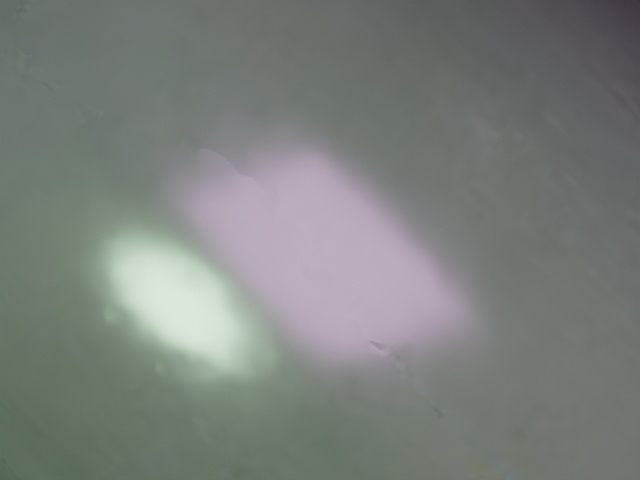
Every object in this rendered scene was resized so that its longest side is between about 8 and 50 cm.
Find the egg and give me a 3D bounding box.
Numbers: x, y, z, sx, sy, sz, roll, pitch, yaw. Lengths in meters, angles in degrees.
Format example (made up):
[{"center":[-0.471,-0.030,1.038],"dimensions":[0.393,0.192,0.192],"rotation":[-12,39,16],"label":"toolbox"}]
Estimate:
[{"center":[0.000,0.000,0.450],"dimensions":[0.282,0.203,0.203],"rotation":[34,91,-21],"label":"egg"}]
